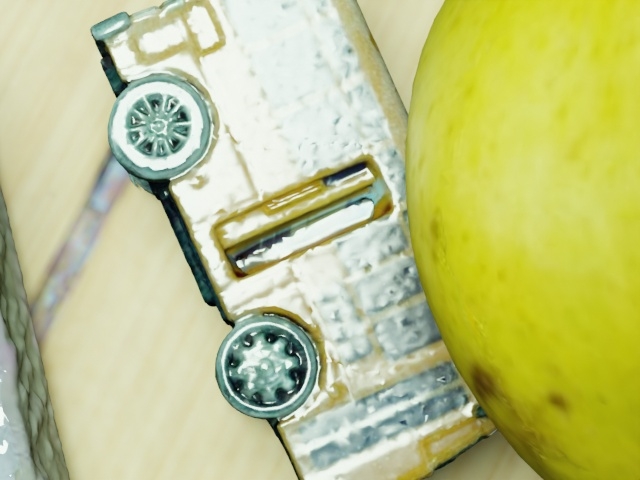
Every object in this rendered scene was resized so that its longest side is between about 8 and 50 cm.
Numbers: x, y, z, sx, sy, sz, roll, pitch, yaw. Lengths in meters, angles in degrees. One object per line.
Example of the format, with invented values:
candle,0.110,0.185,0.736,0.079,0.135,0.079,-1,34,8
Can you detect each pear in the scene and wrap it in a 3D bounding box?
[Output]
pear,0.242,-0.027,0.546,0.418,0.362,0.362,-12,87,17

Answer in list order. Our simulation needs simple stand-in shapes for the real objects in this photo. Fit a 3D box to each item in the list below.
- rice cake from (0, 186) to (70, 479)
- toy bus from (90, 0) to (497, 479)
rice cake,-0.137,0.016,0.665,0.070,0.064,0.399,-14,87,7
toy bus,0.000,0.000,0.661,0.103,0.091,0.182,-24,87,-4
